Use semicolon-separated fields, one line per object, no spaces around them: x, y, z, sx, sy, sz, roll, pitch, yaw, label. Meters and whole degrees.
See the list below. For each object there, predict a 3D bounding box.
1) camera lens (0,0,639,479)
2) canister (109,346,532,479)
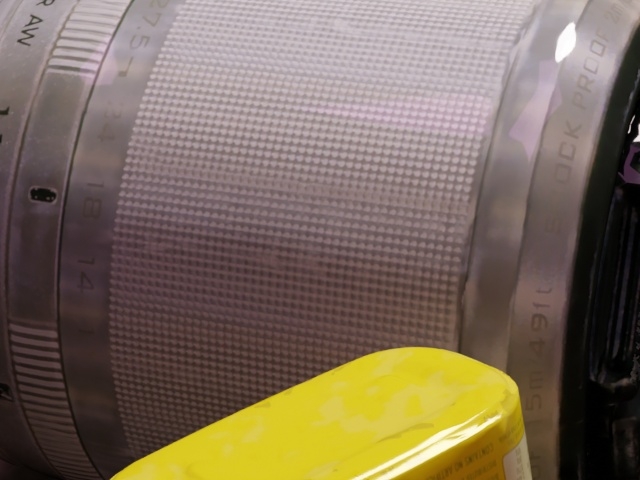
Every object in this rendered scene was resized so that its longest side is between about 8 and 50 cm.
0.000;0.000;0.681;0.274;0.219;0.219;8;33;20;camera lens
0.012;0.128;0.501;0.126;0.170;0.073;-22;24;-28;canister
